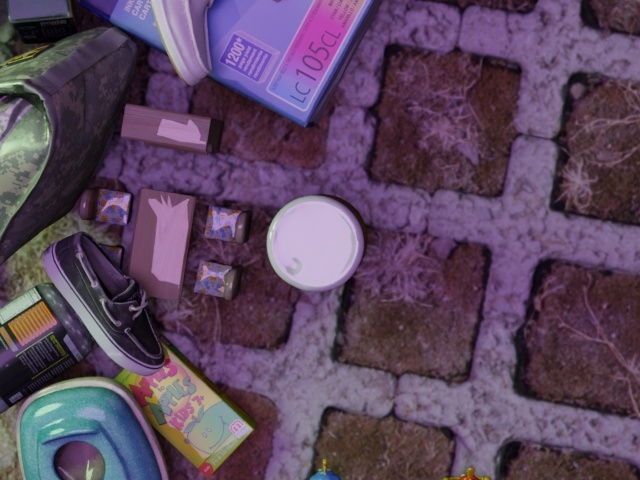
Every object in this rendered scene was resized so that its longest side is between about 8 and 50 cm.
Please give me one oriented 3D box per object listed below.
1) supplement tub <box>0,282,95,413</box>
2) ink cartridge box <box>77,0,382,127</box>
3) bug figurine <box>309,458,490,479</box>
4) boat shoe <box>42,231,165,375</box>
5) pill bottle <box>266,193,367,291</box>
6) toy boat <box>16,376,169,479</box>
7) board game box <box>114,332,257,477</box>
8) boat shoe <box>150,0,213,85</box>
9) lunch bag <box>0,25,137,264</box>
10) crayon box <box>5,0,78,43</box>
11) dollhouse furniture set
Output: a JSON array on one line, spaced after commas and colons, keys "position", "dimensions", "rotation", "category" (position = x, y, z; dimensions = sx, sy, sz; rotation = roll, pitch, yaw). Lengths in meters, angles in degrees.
[{"position": [-0.380, 0.133, 1.707], "dimensions": [0.190, 0.117, 0.117], "rotation": [-33, 91, -11], "category": "supplement tub"}, {"position": [-0.123, -0.349, 1.665], "dimensions": [0.396, 0.151, 0.270], "rotation": [29, 94, 3], "category": "ink cartridge box"}, {"position": [0.099, 0.395, 1.726], "dimensions": [0.279, 0.072, 0.216], "rotation": [3, 99, -1], "category": "bug figurine"}, {"position": [-0.258, 0.082, 1.652], "dimensions": [0.070, 0.077, 0.219], "rotation": [-26, 116, 26], "category": "boat shoe"}, {"position": [0.000, 0.000, 1.642], "dimensions": [0.118, 0.208, 0.117], "rotation": [0, 93, 3], "category": "pill bottle"}, {"position": [-0.356, 0.328, 1.701], "dimensions": [0.318, 0.148, 0.267], "rotation": [-17, 105, 8], "category": "toy boat"}, {"position": [-0.183, 0.220, 1.747], "dimensions": [0.181, 0.043, 0.092], "rotation": [43, 95, 0], "category": "board game box"}, {"position": [-0.153, -0.324, 1.543], "dimensions": [0.096, 0.098, 0.277], "rotation": [-11, 91, 6], "category": "boat shoe"}, {"position": [-0.357, -0.132, 1.595], "dimensions": [0.169, 0.235, 0.287], "rotation": [39, 121, 0], "category": "lunch bag"}, {"position": [-0.366, -0.419, 1.644], "dimensions": [0.081, 0.202, 0.318], "rotation": [-7, 91, -8], "category": "crayon box"}, {"position": [-0.200, -0.045, 1.675], "dimensions": [0.212, 0.161, 0.242], "rotation": [10, 94, 3], "category": "dollhouse furniture set"}]
